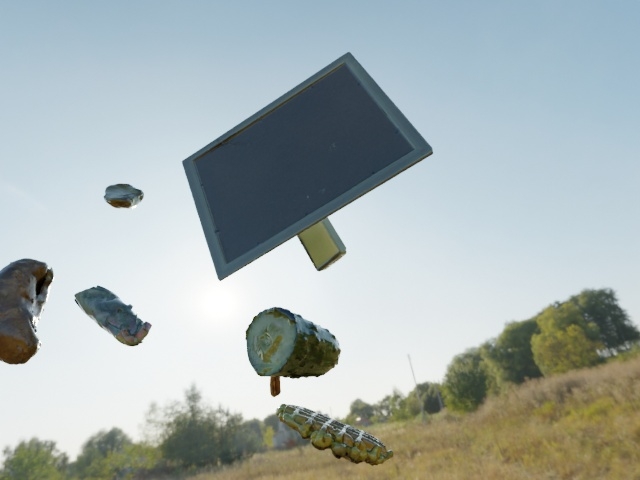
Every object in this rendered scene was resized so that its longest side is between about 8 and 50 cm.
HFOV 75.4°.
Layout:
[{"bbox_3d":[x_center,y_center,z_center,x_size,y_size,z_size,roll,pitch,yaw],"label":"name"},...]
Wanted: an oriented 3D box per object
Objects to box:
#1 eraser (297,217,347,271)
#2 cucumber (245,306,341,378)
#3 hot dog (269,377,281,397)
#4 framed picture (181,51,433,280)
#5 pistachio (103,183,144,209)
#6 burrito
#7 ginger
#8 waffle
[{"bbox_3d":[0.000,0.000,1.333,0.117,0.172,0.058,-41,-19,31],"label":"eraser"},{"bbox_3d":[-0.030,0.222,0.844,0.134,0.134,0.244,-25,-35,25],"label":"cucumber"},{"bbox_3d":[-0.176,0.550,1.592,0.037,0.122,0.049,18,25,42],"label":"hot dog"},{"bbox_3d":[-0.037,-0.106,0.547,0.296,0.232,0.019,-30,-34,7],"label":"framed picture"},{"bbox_3d":[-0.491,-0.104,1.041,0.090,0.173,0.049,-6,-67,-21],"label":"pistachio"},{"bbox_3d":[-0.563,0.198,1.117,0.309,0.066,0.096,21,26,35],"label":"burrito"},{"bbox_3d":[-0.846,0.197,1.138,0.173,0.321,0.165,-11,-33,-8],"label":"ginger"},{"bbox_3d":[0.030,0.500,1.079,0.301,0.058,0.281,11,-19,37],"label":"waffle"}]
